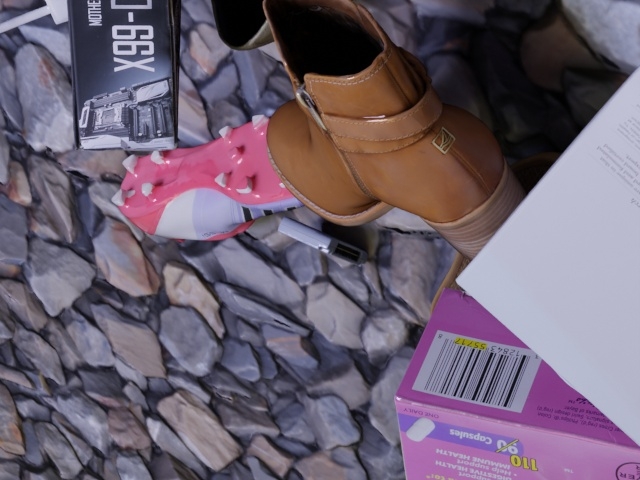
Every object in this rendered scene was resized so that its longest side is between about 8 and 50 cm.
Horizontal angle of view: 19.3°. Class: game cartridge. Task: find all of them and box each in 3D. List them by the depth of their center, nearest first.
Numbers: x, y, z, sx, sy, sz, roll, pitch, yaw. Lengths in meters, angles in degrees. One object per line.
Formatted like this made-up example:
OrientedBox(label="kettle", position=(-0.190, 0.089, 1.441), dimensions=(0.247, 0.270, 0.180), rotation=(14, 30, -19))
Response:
OrientedBox(label="game cartridge", position=(0.000, 0.000, 1.530), dimensions=(0.056, 0.017, 0.083), rotation=(21, 179, 24))

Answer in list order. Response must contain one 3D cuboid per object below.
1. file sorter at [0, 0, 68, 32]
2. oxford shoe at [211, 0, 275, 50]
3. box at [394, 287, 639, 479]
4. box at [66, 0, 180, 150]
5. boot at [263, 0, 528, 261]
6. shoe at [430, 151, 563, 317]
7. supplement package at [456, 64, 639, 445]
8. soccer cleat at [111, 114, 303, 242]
OrientedBox(label="file sorter", position=(-0.309, -0.291, 1.400), dimensions=(0.173, 0.193, 0.278), rotation=(-20, 116, 3))
OrientedBox(label="oxford shoe", position=(-0.028, -0.281, 1.252), dimensions=(0.123, 0.130, 0.348), rotation=(20, 135, 29))
OrientedBox(label="box", position=(0.183, 0.176, 1.423), dimensions=(0.213, 0.117, 0.243), rotation=(11, 138, 20))
OrientedBox(label="box", position=(-0.134, -0.254, 1.291), dimensions=(0.076, 0.242, 0.307), rotation=(0, 134, -3))
OrientedBox(label="boot", position=(0.011, -0.092, 1.313), dimensions=(0.283, 0.109, 0.220), rotation=(36, 173, 49))
OrientedBox(label="shoe", position=(0.145, 0.000, 1.407), dimensions=(0.076, 0.058, 0.219), rotation=(43, 140, 11))
OrientedBox(label="supplement package", position=(0.259, -0.027, 1.159), dimensions=(0.199, 0.198, 0.263), rotation=(42, 141, 4))
OrientedBox(label="soccer cleat", position=(-0.065, -0.044, 1.556), dimensions=(0.248, 0.083, 0.095), rotation=(-9, 148, 40))
